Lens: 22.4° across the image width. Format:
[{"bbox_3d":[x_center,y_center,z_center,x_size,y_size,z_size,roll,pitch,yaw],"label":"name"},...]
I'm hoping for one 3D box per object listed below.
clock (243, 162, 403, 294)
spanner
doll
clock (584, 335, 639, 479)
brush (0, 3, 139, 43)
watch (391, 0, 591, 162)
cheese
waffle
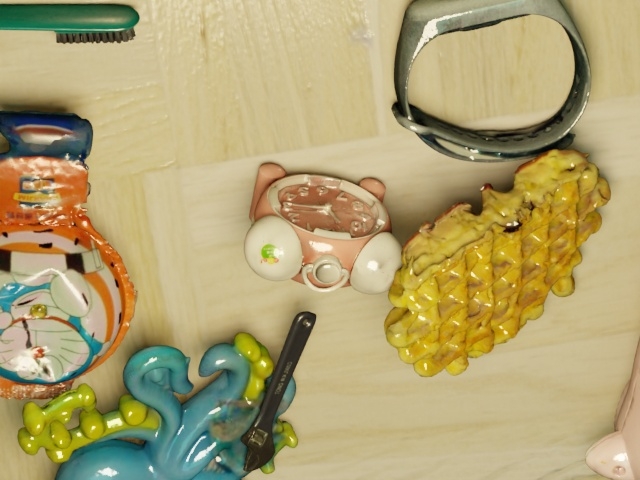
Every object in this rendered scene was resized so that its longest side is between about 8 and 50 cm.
[{"bbox_3d":[0.000,0.000,1.670,0.166,0.162,0.092,9,117,-9],"label":"clock"},{"bbox_3d":[-0.045,0.166,1.757,0.046,0.012,0.208,4,117,-37],"label":"spanner"},{"bbox_3d":[-0.179,0.237,1.799,0.341,0.099,0.346,-31,133,-5],"label":"doll"},{"bbox_3d":[0.496,0.164,1.748,0.368,0.250,0.376,27,110,-17],"label":"clock"},{"bbox_3d":[-0.276,-0.213,1.607,0.193,0.043,0.032,-1,133,-4],"label":"brush"},{"bbox_3d":[0.171,-0.167,1.659,0.206,0.068,0.193,-15,116,-1],"label":"watch"},{"bbox_3d":[-0.295,0.021,1.667,0.217,0.129,0.329,4,115,-9],"label":"cheese"},{"bbox_3d":[0.183,0.019,1.680,0.309,0.065,0.283,8,117,-55],"label":"waffle"}]
